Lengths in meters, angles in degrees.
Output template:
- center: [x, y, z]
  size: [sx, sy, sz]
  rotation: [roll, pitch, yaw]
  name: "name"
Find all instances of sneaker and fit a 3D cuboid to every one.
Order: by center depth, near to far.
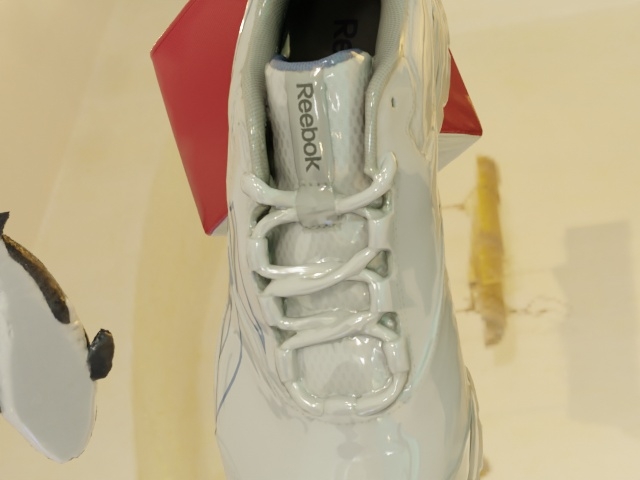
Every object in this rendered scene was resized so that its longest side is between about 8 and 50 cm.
- center: [0.000, 0.000, 0.440]
  size: [0.129, 0.111, 0.297]
  rotation: [60, -155, -73]
  name: "sneaker"

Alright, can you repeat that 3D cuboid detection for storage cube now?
- center: [-0.009, -0.128, 1.022]
  size: [0.184, 0.215, 0.193]
  rotation: [-1, -118, -39]
  name: "storage cube"

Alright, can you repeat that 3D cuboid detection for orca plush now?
- center: [-0.311, 0.090, 1.177]
  size: [0.102, 0.151, 0.287]
  rotation: [34, 159, 54]
  name: "orca plush"
